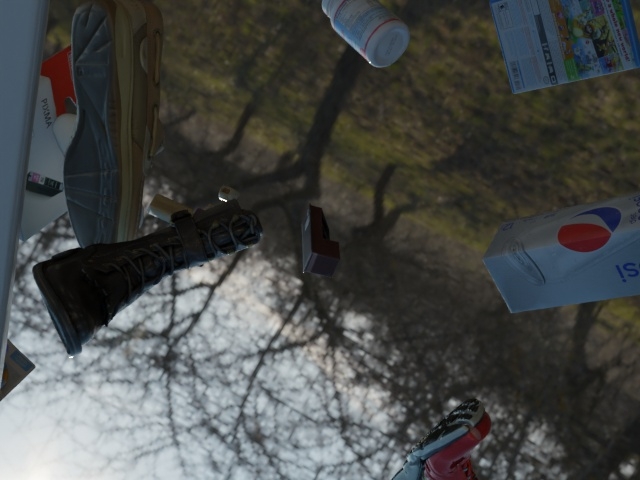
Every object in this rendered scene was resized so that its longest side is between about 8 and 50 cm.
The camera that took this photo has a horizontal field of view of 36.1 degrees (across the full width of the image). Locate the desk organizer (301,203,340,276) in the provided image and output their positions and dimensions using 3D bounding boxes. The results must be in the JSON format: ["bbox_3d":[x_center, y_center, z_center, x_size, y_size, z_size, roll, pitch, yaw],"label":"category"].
[{"bbox_3d":[0.000,0.000,1.648,0.050,0.047,0.130,13,-142,-13],"label":"desk organizer"}]

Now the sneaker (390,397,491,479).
[{"bbox_3d":[0.179,0.306,1.295,0.118,0.107,0.279,43,147,17],"label":"sneaker"}]

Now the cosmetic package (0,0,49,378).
[{"bbox_3d":[-0.313,-0.054,0.687,0.217,0.385,0.156,9,-165,-17],"label":"cosmetic package"}]

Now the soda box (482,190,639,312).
[{"bbox_3d":[0.354,0.010,1.223,0.286,0.091,0.098,-12,118,38],"label":"soda box"}]

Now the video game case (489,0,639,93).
[{"bbox_3d":[0.287,-0.246,1.157,0.166,0.119,0.015,-6,-165,42],"label":"video game case"}]

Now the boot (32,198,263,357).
[{"bbox_3d":[-0.172,0.018,1.039,0.263,0.229,0.091,-118,9,-74],"label":"boot"}]

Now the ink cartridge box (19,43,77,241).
[{"bbox_3d":[-0.473,-0.171,1.714,0.060,0.239,0.275,23,135,24],"label":"ink cartridge box"}]

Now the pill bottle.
[{"bbox_3d":[0.073,-0.371,1.669,0.160,0.087,0.087,49,-168,34],"label":"pill bottle"}]

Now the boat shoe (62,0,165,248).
[{"bbox_3d":[-0.247,-0.133,1.250,0.122,0.341,0.110,18,-161,38],"label":"boat shoe"}]

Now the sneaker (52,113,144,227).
[{"bbox_3d":[-0.373,-0.114,1.614,0.237,0.085,0.086,56,-160,11],"label":"sneaker"}]

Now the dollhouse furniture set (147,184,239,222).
[{"bbox_3d":[-0.179,-0.042,1.414,0.114,0.091,0.081,23,164,21],"label":"dollhouse furniture set"}]

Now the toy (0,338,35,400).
[{"bbox_3d":[-0.477,0.164,1.345,0.137,0.056,0.237,46,-158,-6],"label":"toy"}]
